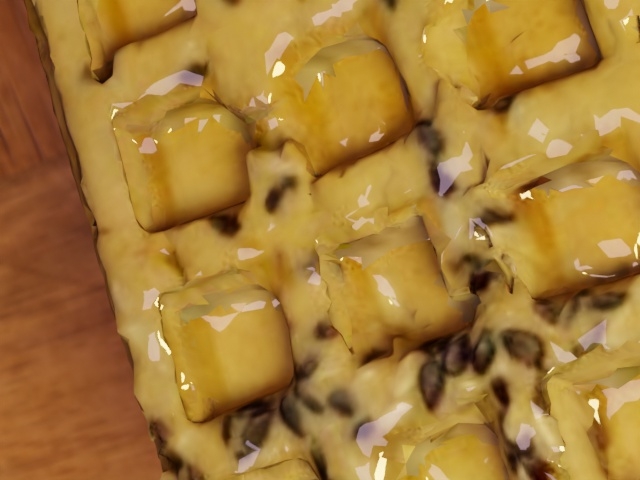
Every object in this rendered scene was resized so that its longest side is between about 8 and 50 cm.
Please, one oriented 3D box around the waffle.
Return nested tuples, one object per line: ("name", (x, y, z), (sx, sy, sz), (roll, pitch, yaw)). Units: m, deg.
("waffle", (0.044, -0.075, 0.564), (0.261, 0.114, 0.376), (-22, 79, 24))
